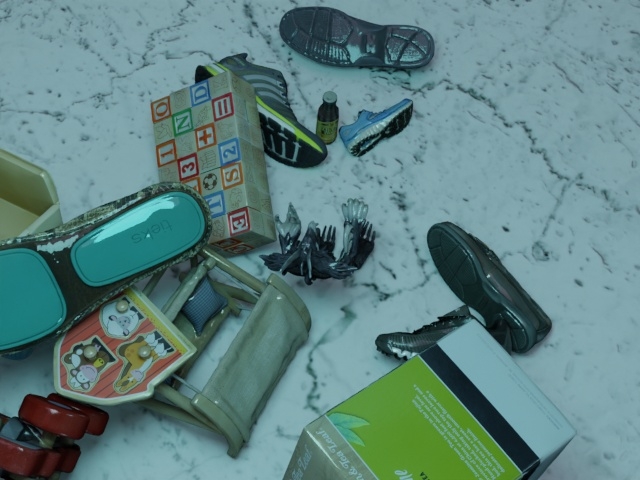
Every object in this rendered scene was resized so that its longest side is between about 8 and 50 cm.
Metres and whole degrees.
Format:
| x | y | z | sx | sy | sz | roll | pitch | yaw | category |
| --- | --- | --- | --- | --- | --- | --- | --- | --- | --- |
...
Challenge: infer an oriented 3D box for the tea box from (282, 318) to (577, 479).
| x | y | z | sx | sy | sz | roll | pitch | yaw | category |
| --- | --- | --- | --- | --- | --- | --- | --- | --- | --- |
| 0.127 | 0.337 | 1.543 | 0.324 | 0.329 | 0.220 | -28 | 65 | -29 | tea box |

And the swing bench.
| x | y | z | sx | sy | sz | roll | pitch | yaw | category |
| --- | --- | --- | --- | --- | --- | --- | --- | --- | --- |
| -0.177 | 0.163 | 1.752 | 0.255 | 0.165 | 0.253 | 24 | 61 | 11 | swing bench |

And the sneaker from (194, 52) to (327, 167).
| x | y | z | sx | sy | sz | roll | pitch | yaw | category |
| --- | --- | --- | --- | --- | --- | --- | --- | --- | --- |
| -0.091 | -0.251 | 2.027 | 0.300 | 0.111 | 0.121 | 42 | 63 | 16 | sneaker |

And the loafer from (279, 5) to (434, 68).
| x | y | z | sx | sy | sz | roll | pitch | yaw | category |
| --- | --- | --- | --- | --- | --- | --- | --- | --- | --- |
| 0.072 | -0.380 | 2.129 | 0.303 | 0.095 | 0.109 | 11 | 91 | 8 | loafer |

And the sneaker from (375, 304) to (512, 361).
| x | y | z | sx | sy | sz | roll | pitch | yaw | category |
| --- | --- | --- | --- | --- | --- | --- | --- | --- | --- |
| 0.207 | 0.156 | 1.809 | 0.234 | 0.078 | 0.106 | 7 | 86 | -3 | sneaker |

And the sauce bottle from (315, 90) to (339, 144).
| x | y | z | sx | sy | sz | roll | pitch | yaw | category |
| --- | --- | --- | --- | --- | --- | --- | --- | --- | --- |
| 0.013 | -0.223 | 2.000 | 0.042 | 0.128 | 0.042 | 1 | 62 | -1 | sauce bottle |

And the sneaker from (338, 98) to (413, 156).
| x | y | z | sx | sy | sz | roll | pitch | yaw | category |
| --- | --- | --- | --- | --- | --- | --- | --- | --- | --- |
| 0.103 | -0.226 | 2.045 | 0.162 | 0.063 | 0.073 | -31 | 63 | -19 | sneaker |

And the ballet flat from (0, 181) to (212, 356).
| x | y | z | sx | sy | sz | roll | pitch | yaw | category |
| --- | --- | --- | --- | --- | --- | --- | --- | --- | --- |
| -0.392 | 0.049 | 1.655 | 0.483 | 0.182 | 0.164 | -26 | 98 | -20 | ballet flat |

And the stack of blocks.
| x | y | z | sx | sy | sz | roll | pitch | yaw | category |
| --- | --- | --- | --- | --- | --- | --- | --- | --- | --- |
| -0.188 | -0.122 | 1.911 | 0.171 | 0.087 | 0.297 | -18 | 70 | 25 | stack of blocks |

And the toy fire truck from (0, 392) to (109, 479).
| x | y | z | sx | sy | sz | roll | pitch | yaw | category |
| --- | --- | --- | --- | --- | --- | --- | --- | --- | --- |
| -0.468 | 0.289 | 1.600 | 0.254 | 0.302 | 0.169 | 19 | 83 | 4 | toy fire truck |

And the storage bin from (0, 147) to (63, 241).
| x | y | z | sx | sy | sz | roll | pitch | yaw | category |
| --- | --- | --- | --- | --- | --- | --- | --- | --- | --- |
| -0.592 | -0.033 | 1.746 | 0.260 | 0.123 | 0.262 | 23 | 50 | 21 | storage bin |

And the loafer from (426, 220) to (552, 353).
| x | y | z | sx | sy | sz | roll | pitch | yaw | category |
| --- | --- | --- | --- | --- | --- | --- | --- | --- | --- |
| 0.288 | 0.072 | 1.881 | 0.084 | 0.096 | 0.267 | -24 | 70 | -37 | loafer |

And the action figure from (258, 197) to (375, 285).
| x | y | z | sx | sy | sz | roll | pitch | yaw | category |
| --- | --- | --- | --- | --- | --- | --- | --- | --- | --- |
| 0.000 | 0.000 | 1.794 | 0.164 | 0.276 | 0.140 | 2 | 92 | 15 | action figure |

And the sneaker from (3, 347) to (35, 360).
| x | y | z | sx | sy | sz | roll | pitch | yaw | category |
| --- | --- | --- | --- | --- | --- | --- | --- | --- | --- |
| -0.553 | 0.062 | 1.826 | 0.319 | 0.127 | 0.208 | 22 | 50 | 17 | sneaker |

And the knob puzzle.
| x | y | z | sx | sy | sz | roll | pitch | yaw | category |
| --- | --- | --- | --- | --- | --- | --- | --- | --- | --- |
| -0.311 | 0.162 | 1.628 | 0.213 | 0.030 | 0.213 | 0 | 57 | 0 | knob puzzle |
